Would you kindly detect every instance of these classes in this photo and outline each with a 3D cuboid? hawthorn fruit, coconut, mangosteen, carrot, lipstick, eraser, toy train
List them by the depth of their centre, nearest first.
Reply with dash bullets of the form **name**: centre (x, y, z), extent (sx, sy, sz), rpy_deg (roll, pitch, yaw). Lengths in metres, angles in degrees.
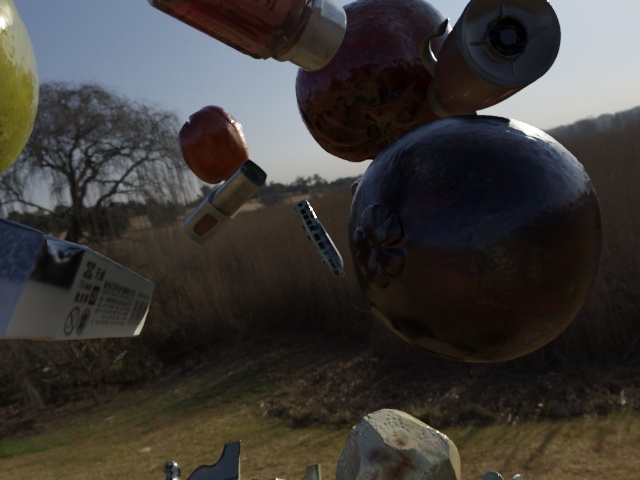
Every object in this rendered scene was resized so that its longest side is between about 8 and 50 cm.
- **eraser**: centre (-0.297, 0.063, 0.538), extent (0.097, 0.098, 0.404), rpy_deg (16, -13, -4)
- **mangosteen**: centre (0.207, -0.007, 0.588), extent (0.360, 0.305, 0.306), rpy_deg (-7, 3, -33)
- **lipstick**: centre (-0.223, -0.086, 1.046), extent (0.253, 0.079, 0.077), rpy_deg (-35, 23, 36)
- **toy train**: centre (0.000, 0.000, 1.065), extent (0.047, 0.207, 0.043), rpy_deg (-28, -15, -4)
- **hawthorn fruit**: centre (0.130, -0.396, 1.090), extent (0.403, 0.402, 0.403), rpy_deg (-12, 6, 1)
- **carrot**: centre (0.136, -0.161, 1.262), extent (0.060, 0.060, 0.186), rpy_deg (-8, 22, 31)
- **coconut**: centre (0.250, 0.737, 1.376), extent (0.345, 0.415, 0.415), rpy_deg (6, -6, -38)
- **hawthorn fruit**: centre (-0.316, -0.266, 1.422), extent (0.211, 0.299, 0.211), rpy_deg (-27, 13, 7)

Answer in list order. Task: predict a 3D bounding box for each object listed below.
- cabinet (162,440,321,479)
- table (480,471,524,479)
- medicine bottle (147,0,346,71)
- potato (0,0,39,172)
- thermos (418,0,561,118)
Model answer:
- **cabinet**: centre (-0.153, 0.602, 0.882), extent (0.228, 0.317, 0.290), rpy_deg (-29, -46, 25)
- **table**: centre (0.450, 0.608, 0.983), extent (0.198, 0.166, 0.167), rpy_deg (31, -19, -30)
- **medicine bottle**: centre (-0.087, -0.311, 0.572), extent (0.247, 0.147, 0.147), rpy_deg (12, -12, -42)
- **potato**: centre (-0.433, -0.244, 0.524), extent (0.213, 0.330, 0.280), rpy_deg (-24, 10, -42)
- **thermos**: centre (0.246, -0.291, 0.750), extent (0.146, 0.176, 0.265), rpy_deg (-39, 3, -3)
